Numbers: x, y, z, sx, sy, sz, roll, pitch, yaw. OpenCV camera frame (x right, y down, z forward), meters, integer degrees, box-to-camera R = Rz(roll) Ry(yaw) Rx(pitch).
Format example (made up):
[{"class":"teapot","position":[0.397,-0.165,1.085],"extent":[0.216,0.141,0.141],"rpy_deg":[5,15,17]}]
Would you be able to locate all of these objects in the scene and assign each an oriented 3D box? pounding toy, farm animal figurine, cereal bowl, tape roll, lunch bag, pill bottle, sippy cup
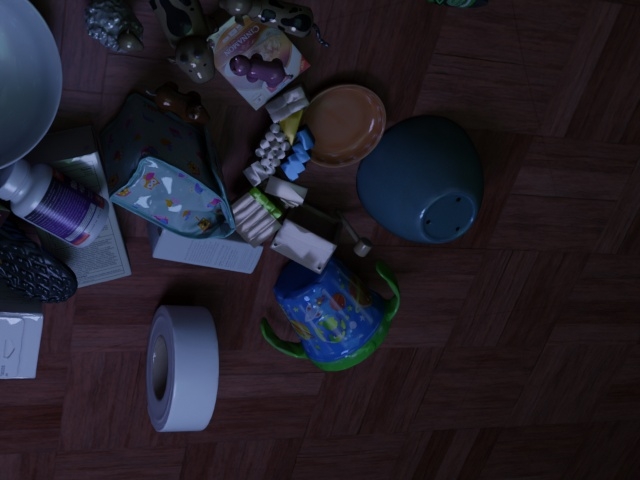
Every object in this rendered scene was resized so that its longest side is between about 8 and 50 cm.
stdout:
[{"class":"pounding toy","position":[0.006,-0.001,1.953],"extent":[0.206,0.181,0.094],"rpy_deg":[28,115,-6]},{"class":"farm animal figurine","position":[-0.203,-0.369,1.517],"extent":[0.330,0.172,0.326],"rpy_deg":[-39,99,8]},{"class":"cereal bowl","position":[-0.621,-0.279,1.468],"extent":[0.339,0.141,0.338],"rpy_deg":[-6,99,-42]},{"class":"tape roll","position":[-0.316,0.288,1.967],"extent":[0.100,0.286,0.286],"rpy_deg":[3,124,-24]},{"class":"lunch bag","position":[-0.279,-0.133,1.701],"extent":[0.262,0.223,0.160],"rpy_deg":[27,118,-36]},{"class":"pill bottle","position":[-0.494,-0.074,1.594],"extent":[0.108,0.108,0.193],"rpy_deg":[-45,128,15]},{"class":"sippy cup","position":[0.014,0.149,2.042],"extent":[0.305,0.240,0.224],"rpy_deg":[-45,120,-12]}]

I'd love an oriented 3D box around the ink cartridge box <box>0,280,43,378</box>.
[{"class":"ink cartridge box","position":[-0.656,0.140,1.757],"extent":[0.168,0.232,0.171],"rpy_deg":[3,124,-23]}]

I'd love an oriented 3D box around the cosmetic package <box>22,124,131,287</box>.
[{"class":"cosmetic package","position":[-0.492,-0.059,1.749],"extent":[0.160,0.113,0.309],"rpy_deg":[-13,128,-11]}]

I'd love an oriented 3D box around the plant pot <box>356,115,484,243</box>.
[{"class":"plant pot","position":[0.246,-0.104,1.943],"extent":[0.290,0.195,0.290],"rpy_deg":[-10,129,-13]}]

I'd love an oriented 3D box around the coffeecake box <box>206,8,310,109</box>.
[{"class":"coffeecake box","position":[-0.133,-0.367,1.682],"extent":[0.142,0.068,0.185],"rpy_deg":[-39,129,8]}]

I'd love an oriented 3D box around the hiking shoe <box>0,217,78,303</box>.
[{"class":"hiking shoe","position":[-0.597,0.005,1.682],"extent":[0.304,0.132,0.113],"rpy_deg":[33,116,-14]}]

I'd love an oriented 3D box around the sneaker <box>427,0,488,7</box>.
[{"class":"sneaker","position":[0.264,-0.591,1.622],"extent":[0.146,0.134,0.343],"rpy_deg":[-8,128,-14]}]

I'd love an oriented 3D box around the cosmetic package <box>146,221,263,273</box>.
[{"class":"cosmetic package","position":[-0.249,-0.008,1.878],"extent":[0.231,0.117,0.085],"rpy_deg":[10,122,-26]}]

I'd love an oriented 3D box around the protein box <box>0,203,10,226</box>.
[{"class":"protein box","position":[-0.686,-0.057,1.487],"extent":[0.200,0.201,0.136],"rpy_deg":[34,92,7]}]

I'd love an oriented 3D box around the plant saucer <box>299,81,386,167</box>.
[{"class":"plant saucer","position":[0.041,-0.249,1.858],"extent":[0.200,0.037,0.200],"rpy_deg":[-10,128,-13]}]

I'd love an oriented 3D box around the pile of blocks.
[{"class":"pile of blocks","position":[-0.084,-0.163,1.813],"extent":[0.149,0.112,0.362],"rpy_deg":[23,115,-6]}]
